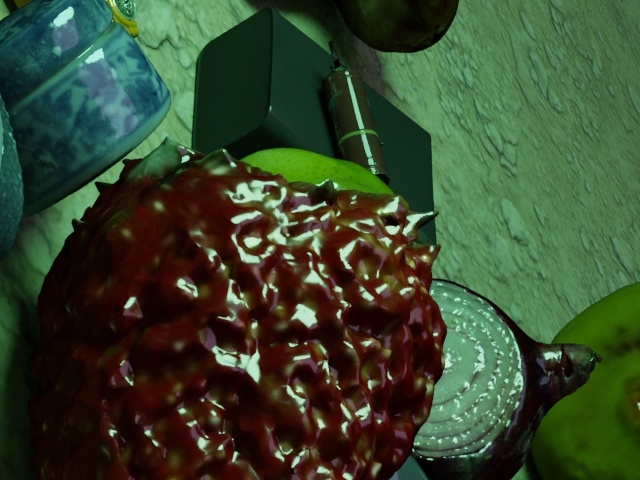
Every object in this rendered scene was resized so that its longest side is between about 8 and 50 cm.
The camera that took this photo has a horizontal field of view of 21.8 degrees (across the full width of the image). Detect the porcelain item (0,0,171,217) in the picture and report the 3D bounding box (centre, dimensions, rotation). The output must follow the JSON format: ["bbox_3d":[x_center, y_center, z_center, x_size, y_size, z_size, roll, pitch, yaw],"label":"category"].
[{"bbox_3d":[-0.189,-0.100,1.134,0.114,0.147,0.147,56,27,-16],"label":"porcelain item"}]

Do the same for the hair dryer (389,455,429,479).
[{"bbox_3d":[0.008,0.326,1.213,0.361,0.121,0.301,-40,112,-54],"label":"hair dryer"}]

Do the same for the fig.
[{"bbox_3d":[0.393,0.199,1.788,0.343,0.343,0.343,43,33,-37],"label":"fig"}]

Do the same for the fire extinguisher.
[{"bbox_3d":[0.029,-0.104,1.434,0.056,0.039,0.132,67,8,-67],"label":"fire extinguisher"}]

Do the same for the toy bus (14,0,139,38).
[{"bbox_3d":[-0.211,-0.215,1.286,0.162,0.069,0.074,63,28,-5],"label":"toy bus"}]

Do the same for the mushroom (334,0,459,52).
[{"bbox_3d":[0.029,-0.336,1.722,0.254,0.267,0.267,12,49,-17],"label":"mushroom"}]

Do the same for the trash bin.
[{"bbox_3d":[-0.008,-0.080,1.508,0.225,0.115,0.165,38,37,-36],"label":"trash bin"}]

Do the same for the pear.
[{"bbox_3d":[0.000,0.000,1.321,0.180,0.216,0.166,25,62,-23],"label":"pear"}]

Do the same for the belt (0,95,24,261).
[{"bbox_3d":[-0.268,-0.080,0.999,0.128,0.122,0.218,12,50,-56],"label":"belt"}]

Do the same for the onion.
[{"bbox_3d":[0.143,0.135,1.474,0.140,0.218,0.195,76,2,-51],"label":"onion"}]

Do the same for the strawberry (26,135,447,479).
[{"bbox_3d":[-0.074,0.115,1.080,0.292,0.292,0.343,42,57,-38],"label":"strawberry"}]
